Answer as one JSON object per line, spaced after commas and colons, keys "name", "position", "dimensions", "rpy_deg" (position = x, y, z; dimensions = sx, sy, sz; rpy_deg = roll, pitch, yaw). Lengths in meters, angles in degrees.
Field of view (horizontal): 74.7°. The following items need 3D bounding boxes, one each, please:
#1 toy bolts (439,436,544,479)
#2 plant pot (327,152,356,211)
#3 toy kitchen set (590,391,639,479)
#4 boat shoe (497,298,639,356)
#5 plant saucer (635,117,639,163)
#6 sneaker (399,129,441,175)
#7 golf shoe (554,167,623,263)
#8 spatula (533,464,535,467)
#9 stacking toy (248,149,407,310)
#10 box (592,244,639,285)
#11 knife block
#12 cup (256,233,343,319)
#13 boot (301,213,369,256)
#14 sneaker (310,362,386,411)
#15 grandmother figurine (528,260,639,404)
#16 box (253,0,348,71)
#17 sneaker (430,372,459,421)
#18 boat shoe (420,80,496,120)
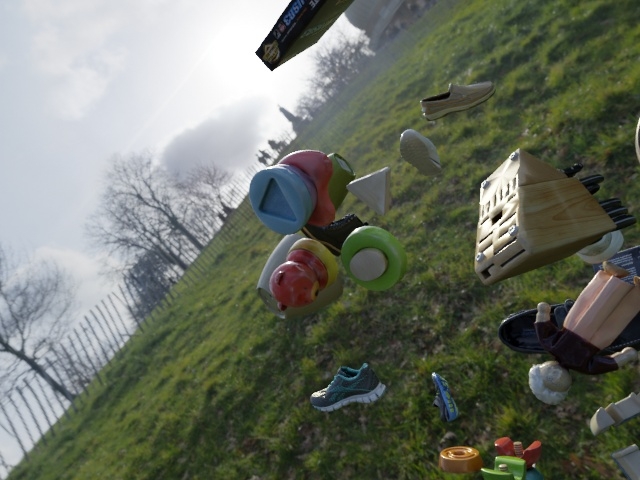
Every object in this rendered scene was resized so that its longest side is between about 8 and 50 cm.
{"name": "toy bolts", "position": [0.407, 0.561, 0.953], "dimensions": [0.228, 0.158, 0.218], "rpy_deg": [1, -12, -40]}
{"name": "plant pot", "position": [0.005, -0.226, 1.813], "dimensions": [0.293, 0.275, 0.275], "rpy_deg": [-42, 1, 25]}
{"name": "toy kitchen set", "position": [0.776, 0.463, 0.997], "dimensions": [0.207, 0.166, 0.122], "rpy_deg": [-25, -41, -1]}
{"name": "boat shoe", "position": [0.804, 0.278, 1.318], "dimensions": [0.500, 0.187, 0.156], "rpy_deg": [-16, -17, 41]}
{"name": "plant saucer", "position": [0.799, -0.258, 0.891], "dimensions": [0.310, 0.050, 0.311], "rpy_deg": [-172, 90, -82]}
{"name": "sneaker", "position": [0.327, -0.304, 1.383], "dimensions": [0.090, 0.235, 0.095], "rpy_deg": [-7, 65, 33]}
{"name": "golf shoe", "position": [0.545, -0.088, 0.954], "dimensions": [0.115, 0.140, 0.306], "rpy_deg": [-52, 34, 29]}
{"name": "spatula", "position": [0.559, 0.707, 1.143], "dimensions": [0.242, 0.019, 0.168], "rpy_deg": [70, -149, -50]}
{"name": "stacking toy", "position": [0.000, 0.000, 0.778], "dimensions": [0.279, 0.309, 0.130], "rpy_deg": [5, 30, 34]}
{"name": "box", "position": [1.158, 0.176, 1.416], "dimensions": [0.343, 0.179, 0.312], "rpy_deg": [131, 141, -66]}
{"name": "knife block", "position": [0.358, -0.014, 0.614], "dimensions": [0.088, 0.242, 0.276], "rpy_deg": [-57, 7, 49]}
{"name": "cup", "position": [-0.111, 0.171, 1.660], "dimensions": [0.237, 0.331, 0.331], "rpy_deg": [-40, -4, -26]}
{"name": "boot", "position": [0.035, -0.048, 1.220], "dimensions": [0.137, 0.077, 0.198], "rpy_deg": [-44, -44, 17]}
{"name": "sneaker", "position": [0.047, 0.293, 0.854], "dimensions": [0.166, 0.076, 0.065], "rpy_deg": [-23, 4, 22]}
{"name": "grandmother figurine", "position": [0.578, 0.213, 0.933], "dimensions": [0.104, 0.208, 0.342], "rpy_deg": [12, -71, -51]}
{"name": "box", "position": [0.002, -0.576, 1.030], "dimensions": [0.293, 0.073, 0.295], "rpy_deg": [-35, 13, 42]}
{"name": "sneaker", "position": [0.420, 0.547, 1.476], "dimensions": [0.078, 0.067, 0.188], "rpy_deg": [-46, 28, 24]}
{"name": "boat shoe", "position": [0.357, -0.380, 1.104], "dimensions": [0.190, 0.072, 0.068], "rpy_deg": [-18, 36, 27]}
